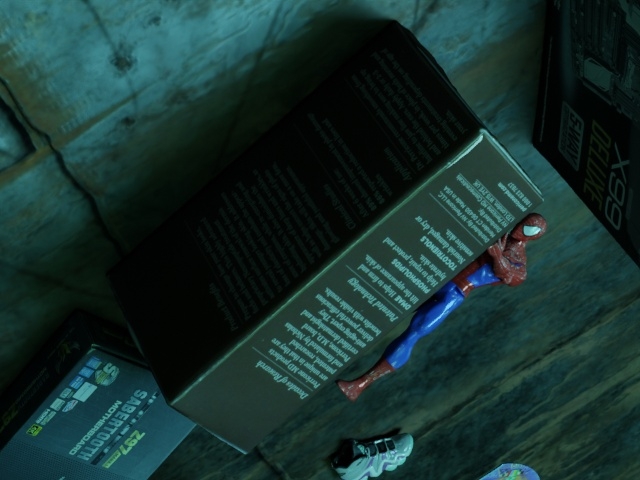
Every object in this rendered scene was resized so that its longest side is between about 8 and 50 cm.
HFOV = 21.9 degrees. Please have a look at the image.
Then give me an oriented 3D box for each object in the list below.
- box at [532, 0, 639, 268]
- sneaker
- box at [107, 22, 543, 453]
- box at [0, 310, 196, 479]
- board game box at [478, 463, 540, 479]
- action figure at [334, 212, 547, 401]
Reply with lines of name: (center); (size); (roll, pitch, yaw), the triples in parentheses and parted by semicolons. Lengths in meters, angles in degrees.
box: (0.302, -0.149, 1.564); (0.076, 0.242, 0.307); (-16, 135, -17)
sneaker: (0.057, 0.245, 1.918); (0.098, 0.038, 0.069); (-35, 137, 2)
box: (0.000, 0.000, 1.561); (0.381, 0.191, 0.143); (-39, 136, 7)
box: (-0.242, 0.195, 1.690); (0.233, 0.059, 0.183); (-47, 136, 15)
board game box: (0.215, 0.358, 2.112); (0.168, 0.033, 0.133); (-33, 136, 1)
action figure: (0.112, 0.044, 1.732); (0.280, 0.091, 0.139); (-35, 145, 3)
